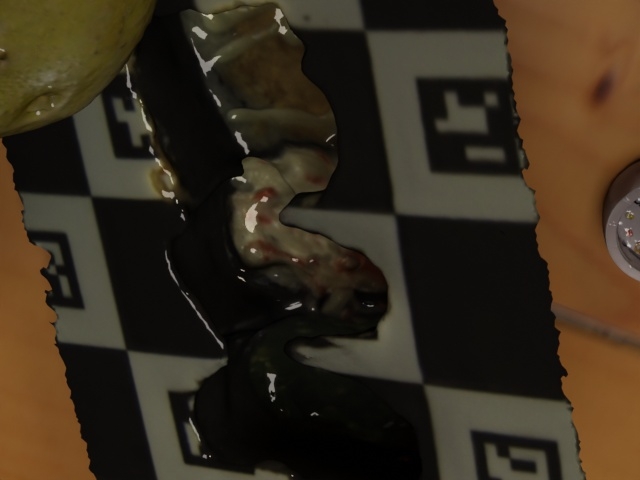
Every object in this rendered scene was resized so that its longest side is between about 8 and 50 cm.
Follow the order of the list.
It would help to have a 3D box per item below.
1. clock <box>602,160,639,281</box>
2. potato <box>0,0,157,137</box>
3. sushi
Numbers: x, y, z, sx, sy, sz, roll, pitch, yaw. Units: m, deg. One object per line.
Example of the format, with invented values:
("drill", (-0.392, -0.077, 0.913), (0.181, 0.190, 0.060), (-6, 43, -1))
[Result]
("clock", (0.202, -0.026, 0.889), (0.087, 0.041, 0.129), (31, 121, -11))
("potato", (-0.163, -0.166, 0.737), (0.174, 0.159, 0.251), (-23, 84, 11))
("sushi", (0.000, 0.000, 0.872), (0.296, 0.100, 0.373), (1, 114, 33))
